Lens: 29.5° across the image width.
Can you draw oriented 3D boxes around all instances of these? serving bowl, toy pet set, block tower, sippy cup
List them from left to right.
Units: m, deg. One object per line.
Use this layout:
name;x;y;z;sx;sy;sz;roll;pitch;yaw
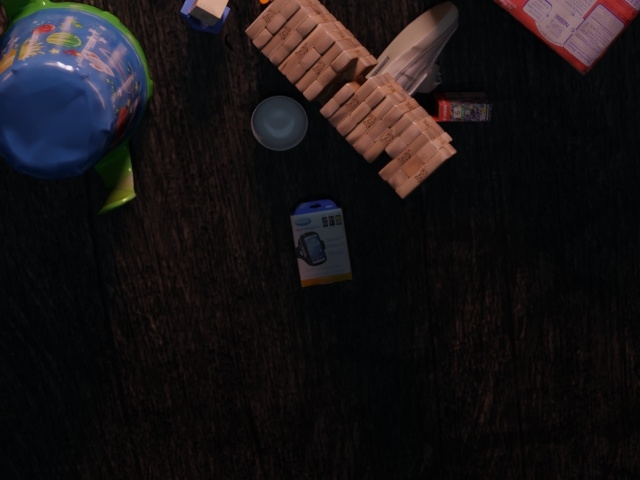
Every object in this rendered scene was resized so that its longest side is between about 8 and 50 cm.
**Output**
sippy cup;-0.356;-0.191;1.659;0.305;0.224;0.240;27;107;-13
toy pet set;-0.139;-0.350;1.710;0.122;0.065;0.114;27;73;-16
serving bowl;-0.060;-0.176;1.788;0.083;0.027;0.083;-1;111;-2
block tower;0.040;-0.213;1.687;0.097;0.091;0.335;-43;87;22

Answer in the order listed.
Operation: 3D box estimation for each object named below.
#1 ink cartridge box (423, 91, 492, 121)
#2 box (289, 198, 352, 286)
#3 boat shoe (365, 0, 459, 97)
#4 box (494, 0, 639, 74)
ink cartridge box;0.189;-0.196;1.776;0.115;0.063;0.029;-1;113;-3
box;0.000;0.000;1.863;0.081;0.028;0.136;-8;109;0
boat shoe;0.130;-0.243;1.753;0.081;0.079;0.227;36;112;-23
box;0.288;-0.385;1.665;0.300;0.142;0.154;35;106;-15
